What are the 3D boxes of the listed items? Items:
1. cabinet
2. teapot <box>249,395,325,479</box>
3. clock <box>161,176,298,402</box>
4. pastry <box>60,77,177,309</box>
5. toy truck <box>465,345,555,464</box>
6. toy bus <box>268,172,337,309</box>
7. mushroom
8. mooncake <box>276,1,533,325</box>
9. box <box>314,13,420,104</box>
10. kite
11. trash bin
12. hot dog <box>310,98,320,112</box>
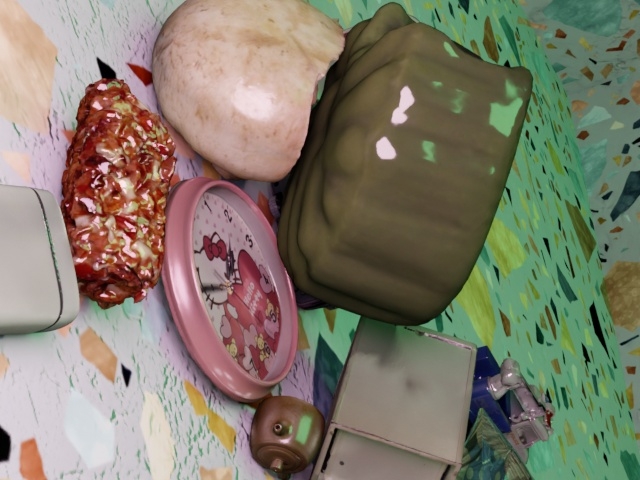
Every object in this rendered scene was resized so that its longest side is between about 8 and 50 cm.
[{"bbox_3d":[0.081,0.213,1.240,0.206,0.145,0.150,-69,177,-57],"label":"cabinet"},{"bbox_3d":[-0.038,0.214,1.139,0.121,0.076,0.068,90,13,-48],"label":"teapot"},{"bbox_3d":[-0.097,0.050,1.145,0.244,0.056,0.244,49,33,-47],"label":"clock"},{"bbox_3d":[-0.180,-0.041,0.955,0.097,0.115,0.208,22,49,-30],"label":"pastry"},{"bbox_3d":[0.255,0.255,1.631,0.213,0.177,0.161,56,26,-31],"label":"toy truck"},{"bbox_3d":[0.000,0.000,1.369,0.098,0.087,0.178,40,35,-61],"label":"toy bus"},{"bbox_3d":[-0.097,-0.177,1.206,0.189,0.195,0.253,29,39,-10],"label":"mushroom"},{"bbox_3d":[0.075,-0.084,1.179,0.187,0.351,0.351,17,45,-13],"label":"mooncake"},{"bbox_3d":[0.113,-0.191,1.651,0.167,0.193,0.294,-54,124,-70],"label":"box"},{"bbox_3d":[0.231,0.390,1.537,0.335,0.011,0.314,-4,95,-47],"label":"kite"},{"bbox_3d":[-0.250,0.014,0.821,0.130,0.059,0.116,4,68,-64],"label":"trash bin"},{"bbox_3d":[0.077,-0.093,1.553,0.075,0.144,0.268,-148,-145,-84],"label":"hot dog"}]
